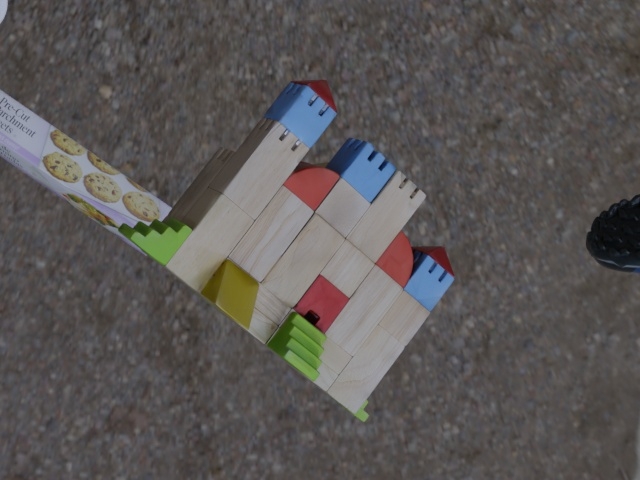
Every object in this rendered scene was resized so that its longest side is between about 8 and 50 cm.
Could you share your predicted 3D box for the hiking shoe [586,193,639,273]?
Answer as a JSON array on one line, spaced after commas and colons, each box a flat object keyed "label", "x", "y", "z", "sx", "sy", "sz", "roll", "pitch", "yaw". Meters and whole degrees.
[{"label": "hiking shoe", "x": 0.456, "y": 0.021, "z": 1.358, "sx": 0.304, "sy": 0.113, "sz": 0.132, "roll": 0, "pitch": 139, "yaw": 34}]

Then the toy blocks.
[{"label": "toy blocks", "x": 0.000, "y": 0.000, "z": 1.319, "sx": 0.381, "sy": 0.190, "sz": 0.261, "roll": 41, "pitch": 82, "yaw": -26}]

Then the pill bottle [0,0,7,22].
[{"label": "pill bottle", "x": -0.482, "y": -0.282, "z": 1.497, "sx": 0.216, "sy": 0.121, "sz": 0.121, "roll": -7, "pitch": 129, "yaw": 49}]

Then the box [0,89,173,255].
[{"label": "box", "x": -0.349, "y": -0.099, "z": 1.634, "sx": 0.324, "sy": 0.063, "sz": 0.067, "roll": 35, "pitch": 69, "yaw": 0}]
